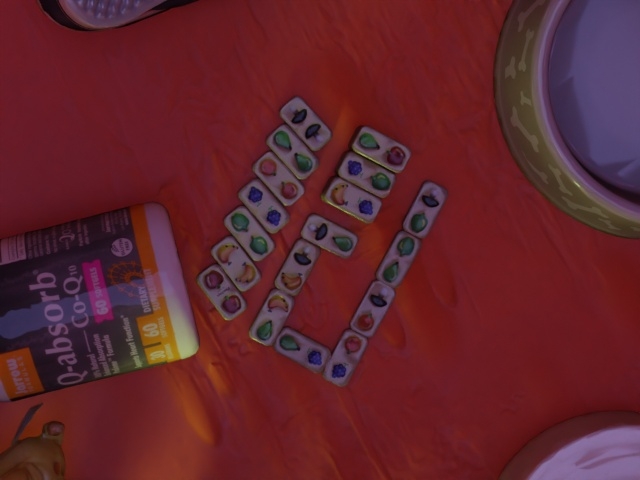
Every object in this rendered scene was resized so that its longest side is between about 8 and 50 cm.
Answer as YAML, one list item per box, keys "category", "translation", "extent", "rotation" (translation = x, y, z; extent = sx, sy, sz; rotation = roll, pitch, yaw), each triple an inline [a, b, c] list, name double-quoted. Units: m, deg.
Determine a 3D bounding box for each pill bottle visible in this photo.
- category: "pill bottle"
  translation: [-0.268, 0.068, 1.855]
  extent: [0.278, 0.162, 0.162]
  rotation: [-15, 96, -4]

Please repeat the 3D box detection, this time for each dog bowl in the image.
- category: "dog bowl"
  translation: [0.355, -0.167, 1.919]
  extent: [0.349, 0.102, 0.348]
  rotation: [0, 94, -5]

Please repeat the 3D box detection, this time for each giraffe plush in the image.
- category: "giraffe plush"
  translation: [-0.280, 0.293, 1.892]
  extent: [0.170, 0.181, 0.210]
  rotation: [49, 55, -17]

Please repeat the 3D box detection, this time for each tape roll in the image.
- category: "tape roll"
  translation: [0.311, 0.323, 1.956]
  extent: [0.286, 0.100, 0.286]
  rotation: [0, 95, -5]

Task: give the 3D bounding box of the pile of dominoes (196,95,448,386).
- category: "pile of dominoes"
  translation: [0.000, 0.000, 1.933]
  extent: [0.196, 0.040, 0.251]
  rotation: [27, 91, -7]

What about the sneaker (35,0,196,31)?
- category: "sneaker"
  translation: [-0.137, -0.292, 1.865]
  extent: [0.321, 0.127, 0.126]
  rotation: [-22, 103, -27]
